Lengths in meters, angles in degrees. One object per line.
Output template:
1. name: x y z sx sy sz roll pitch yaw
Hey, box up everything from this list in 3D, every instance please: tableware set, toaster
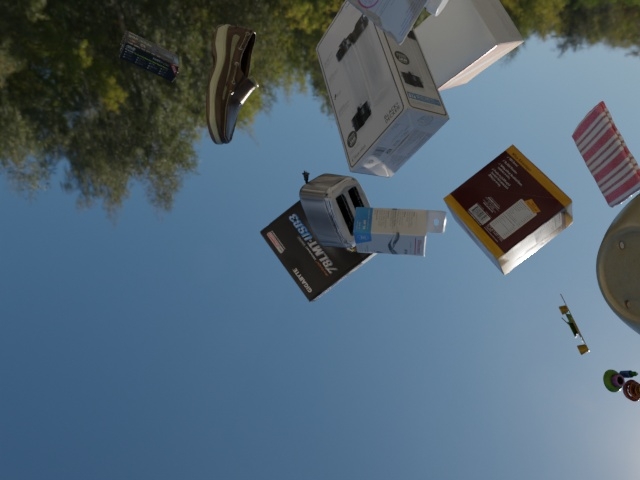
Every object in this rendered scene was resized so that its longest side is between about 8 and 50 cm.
1. tableware set: 0.586 0.203 1.262 0.024 0.104 0.154 -27 -156 19
2. toaster: 0.044 -0.082 1.391 0.129 0.226 0.146 -33 -158 -24

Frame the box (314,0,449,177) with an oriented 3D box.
1. box: 0.093 -0.273 0.917 0.087 0.169 0.289 3 -122 -31

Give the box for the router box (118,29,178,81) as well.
1. router box: -0.373 -0.403 1.185 0.123 0.038 0.092 20 -153 -29

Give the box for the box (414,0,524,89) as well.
1. box: 0.407 -0.560 1.529 0.168 0.215 0.345 58 -144 0

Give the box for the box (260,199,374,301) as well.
1. box: 0.000 0.000 1.780 0.293 0.073 0.295 -37 -104 4

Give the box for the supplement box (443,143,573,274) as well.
1. supplement box: 0.420 -0.068 1.216 0.194 0.129 0.191 -39 -121 7

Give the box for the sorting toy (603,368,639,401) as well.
1. sorting toy: 0.690 0.320 1.218 0.102 0.042 0.061 27 -113 -10

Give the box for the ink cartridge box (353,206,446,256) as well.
1. ink cartridge box: 0.162 -0.016 1.108 0.180 0.104 0.060 3 -114 11

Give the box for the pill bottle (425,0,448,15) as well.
1. pill bottle: 0.167 -0.516 1.049 0.184 0.103 0.103 34 -142 5

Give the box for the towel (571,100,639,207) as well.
1. towel: 0.602 -0.177 1.132 0.029 0.144 0.197 -21 -104 0

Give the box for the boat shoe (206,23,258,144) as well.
1. boat shoe: -0.180 -0.329 1.142 0.095 0.257 0.095 3 179 7

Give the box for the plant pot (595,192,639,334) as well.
1. plant pot: 0.488 0.036 0.714 0.191 0.284 0.284 -7 -147 -20

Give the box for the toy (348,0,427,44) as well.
1. toy: 0.031 -0.315 0.520 0.237 0.136 0.056 22 -162 -43
